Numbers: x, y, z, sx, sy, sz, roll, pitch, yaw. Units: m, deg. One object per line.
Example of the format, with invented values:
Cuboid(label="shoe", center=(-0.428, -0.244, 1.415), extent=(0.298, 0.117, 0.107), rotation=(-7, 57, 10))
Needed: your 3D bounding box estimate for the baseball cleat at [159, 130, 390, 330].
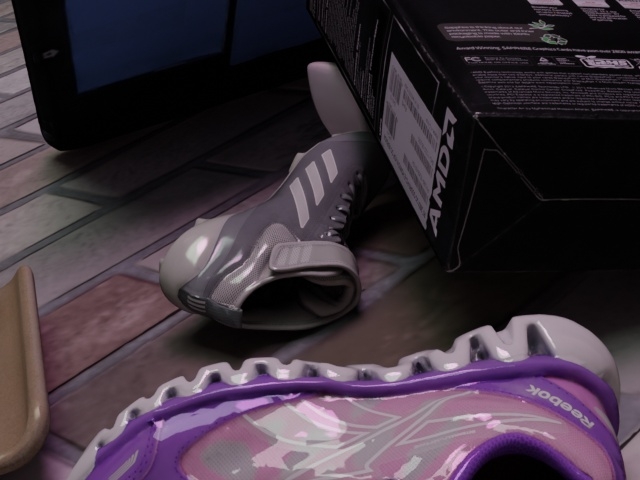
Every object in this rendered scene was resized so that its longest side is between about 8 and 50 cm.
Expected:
Cuboid(label="baseball cleat", center=(0.000, 0.000, 0.738), extent=(0.109, 0.072, 0.206), rotation=(25, 44, 31))

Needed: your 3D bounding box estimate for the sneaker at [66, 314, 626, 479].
Cuboid(label="sneaker", center=(0.014, 0.102, 0.465), extent=(0.236, 0.095, 0.104), rotation=(-13, 31, -2))

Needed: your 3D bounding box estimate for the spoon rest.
Cuboid(label="spoon rest", center=(0.112, -0.108, 0.908), extent=(0.276, 0.084, 0.137), rotation=(-14, 21, -37))

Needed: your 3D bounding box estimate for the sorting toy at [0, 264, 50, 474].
Cuboid(label="sorting toy", center=(-0.269, 0.087, 0.707), extent=(0.229, 0.041, 0.307), rotation=(-21, 25, -7))

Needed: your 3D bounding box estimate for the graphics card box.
Cuboid(label="graphics card box", center=(0.138, -0.112, 0.729), extent=(0.232, 0.094, 0.371), rotation=(0, 30, -14))

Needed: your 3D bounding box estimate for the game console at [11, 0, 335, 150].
Cuboid(label="game console", center=(-0.068, -0.203, 0.949), extent=(0.341, 0.060, 0.386), rotation=(-24, -15, -15))
